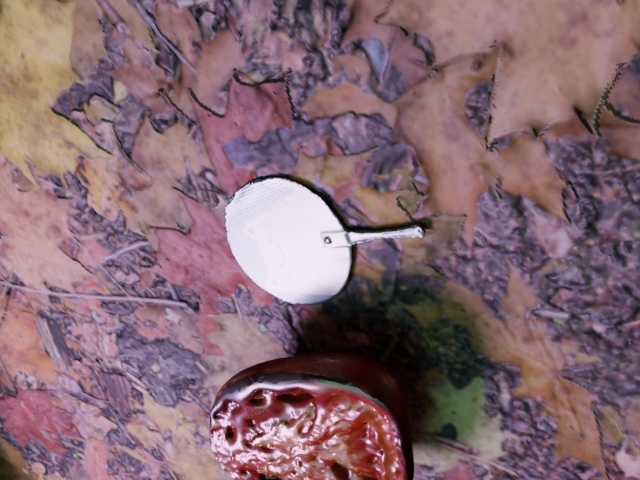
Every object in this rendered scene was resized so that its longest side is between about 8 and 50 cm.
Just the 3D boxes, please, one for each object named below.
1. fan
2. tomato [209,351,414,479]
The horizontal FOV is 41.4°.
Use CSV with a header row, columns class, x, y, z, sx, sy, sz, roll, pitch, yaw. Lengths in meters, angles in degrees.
class,x,y,z,sx,sy,sz,roll,pitch,yaw
fan,0.000,0.000,0.638,0.175,0.005,0.113,-6,116,34
tomato,-0.003,0.142,0.682,0.174,0.082,0.166,6,127,21
